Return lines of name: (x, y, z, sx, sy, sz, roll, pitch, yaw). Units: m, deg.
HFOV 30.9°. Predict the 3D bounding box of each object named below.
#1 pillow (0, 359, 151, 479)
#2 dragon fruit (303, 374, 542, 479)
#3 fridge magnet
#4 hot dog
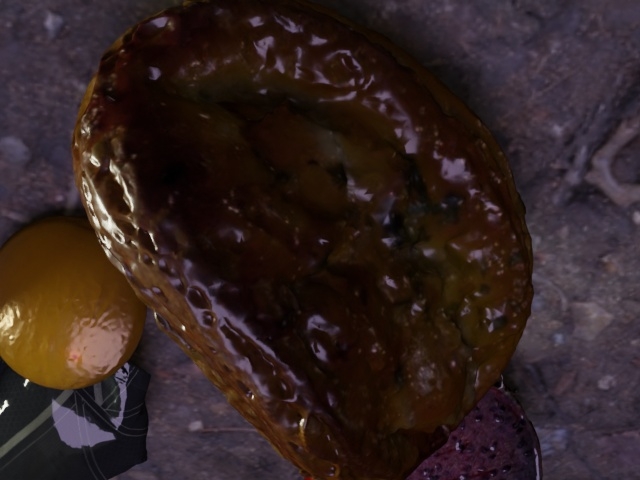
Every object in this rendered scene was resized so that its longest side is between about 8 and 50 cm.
pillow: (-0.280, 0.189, 1.063, 0.335, 0.092, 0.161, -33, 110, 24)
dragon fruit: (0.074, 0.202, 1.046, 0.218, 0.148, 0.223, -23, 106, -15)
fridge magnet: (-0.208, 0.051, 0.949, 0.143, 0.063, 0.143, 0, 90, 12)
hot dog: (0.000, 0.000, 0.815, 0.387, 0.267, 0.174, 52, 152, -21)
